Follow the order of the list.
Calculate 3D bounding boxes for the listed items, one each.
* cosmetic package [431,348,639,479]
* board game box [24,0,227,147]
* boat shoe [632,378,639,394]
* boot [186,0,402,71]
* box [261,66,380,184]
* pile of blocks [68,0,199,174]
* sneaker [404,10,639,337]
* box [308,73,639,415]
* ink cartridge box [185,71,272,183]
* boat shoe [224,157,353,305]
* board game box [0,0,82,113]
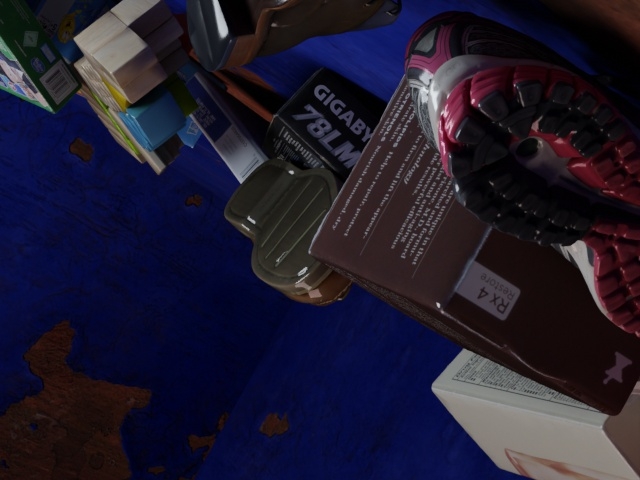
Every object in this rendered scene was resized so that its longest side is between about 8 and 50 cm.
[{"bbox_3d":[0.256,0.147,1.448,0.129,0.153,0.296,51,164,-18],"label":"cosmetic package"},{"bbox_3d":[-0.311,-0.248,1.796,0.308,0.086,0.302,26,175,40],"label":"board game box"},{"bbox_3d":[0.319,0.121,1.236,0.267,0.088,0.096,3,180,-30],"label":"boat shoe"},{"bbox_3d":[0.005,-0.162,0.863,0.106,0.082,0.219,-13,172,-25],"label":"boot"},{"bbox_3d":[0.073,-0.027,1.512,0.293,0.073,0.295,43,175,-1],"label":"box"},{"bbox_3d":[-0.158,-0.158,1.518,0.149,0.112,0.362,52,172,-7],"label":"pile of blocks"},{"bbox_3d":[0.168,-0.042,0.919,0.299,0.121,0.112,34,-161,-40],"label":"sneaker"},{"bbox_3d":[0.132,-0.007,1.081,0.168,0.167,0.203,32,175,-28],"label":"box"},{"bbox_3d":[-0.041,-0.073,1.760,0.223,0.045,0.224,52,-167,33],"label":"ink cartridge box"},{"bbox_3d":[0.000,0.000,1.410,0.104,0.111,0.307,41,-175,-19],"label":"boat shoe"},{"bbox_3d":[-0.383,-0.275,1.527,0.213,0.046,0.317,26,156,43],"label":"board game box"}]
